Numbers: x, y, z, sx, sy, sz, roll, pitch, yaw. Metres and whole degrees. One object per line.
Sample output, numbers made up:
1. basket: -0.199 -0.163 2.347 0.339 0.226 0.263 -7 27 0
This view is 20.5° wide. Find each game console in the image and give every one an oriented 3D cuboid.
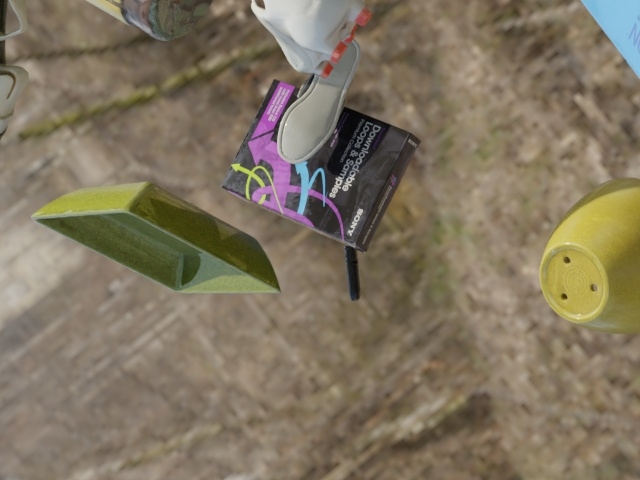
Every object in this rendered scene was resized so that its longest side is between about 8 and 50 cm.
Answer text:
1. game console: 0.000 0.000 1.713 0.122 0.071 0.107 -81 -14 -81

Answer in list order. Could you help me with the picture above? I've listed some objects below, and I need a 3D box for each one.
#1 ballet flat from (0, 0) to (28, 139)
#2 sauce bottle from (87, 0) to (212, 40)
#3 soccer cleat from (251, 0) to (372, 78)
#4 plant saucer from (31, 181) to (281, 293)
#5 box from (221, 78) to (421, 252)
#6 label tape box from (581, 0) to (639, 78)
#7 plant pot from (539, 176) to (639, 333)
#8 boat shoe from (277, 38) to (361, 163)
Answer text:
1. ballet flat: -0.268 -0.151 1.422 0.072 0.068 0.213 -33 -57 -71
2. sauce bottle: -0.249 -0.303 1.635 0.344 0.111 0.111 32 167 22
3. soccer cleat: -0.009 -0.155 1.182 0.076 0.068 0.196 36 180 -2
4. plant saucer: -0.152 -0.006 1.691 0.188 0.045 0.188 29 161 -32
5. box: -0.001 -0.070 1.621 0.162 0.116 0.029 23 175 30
6. label tape box: 0.226 -0.264 0.909 0.240 0.106 0.333 -115 30 -43
7. plant pot: 0.237 0.024 1.471 0.134 0.095 0.134 18 117 40
8. boat shoe: -0.001 -0.126 1.595 0.046 0.125 0.038 23 180 2
